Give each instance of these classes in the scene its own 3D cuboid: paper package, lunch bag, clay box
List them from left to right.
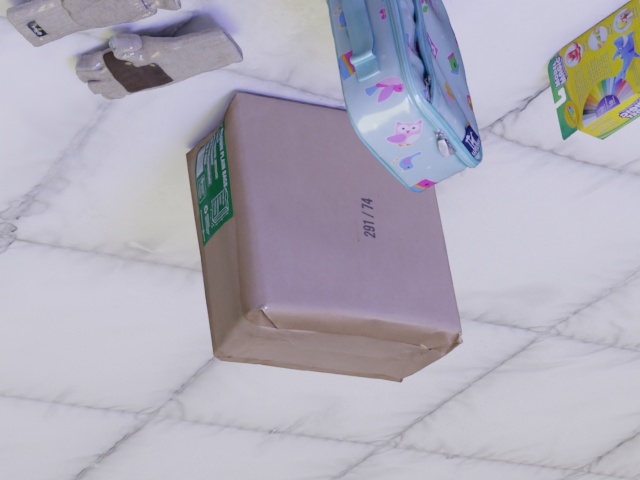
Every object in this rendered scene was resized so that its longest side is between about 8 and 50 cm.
[{"bbox_3d":[0.000,0.000,2.422,0.309,0.325,0.168,9,148,-29],"label":"paper package"},{"bbox_3d":[0.091,-0.206,2.111,0.108,0.279,0.224,-21,147,15],"label":"lunch bag"},{"bbox_3d":[0.384,-0.221,2.321,0.053,0.127,0.222,16,144,-36],"label":"clay box"}]

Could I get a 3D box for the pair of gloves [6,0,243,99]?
[{"bbox_3d":[-0.228,-0.250,2.203,0.204,0.042,0.240,-17,149,23],"label":"pair of gloves"}]
